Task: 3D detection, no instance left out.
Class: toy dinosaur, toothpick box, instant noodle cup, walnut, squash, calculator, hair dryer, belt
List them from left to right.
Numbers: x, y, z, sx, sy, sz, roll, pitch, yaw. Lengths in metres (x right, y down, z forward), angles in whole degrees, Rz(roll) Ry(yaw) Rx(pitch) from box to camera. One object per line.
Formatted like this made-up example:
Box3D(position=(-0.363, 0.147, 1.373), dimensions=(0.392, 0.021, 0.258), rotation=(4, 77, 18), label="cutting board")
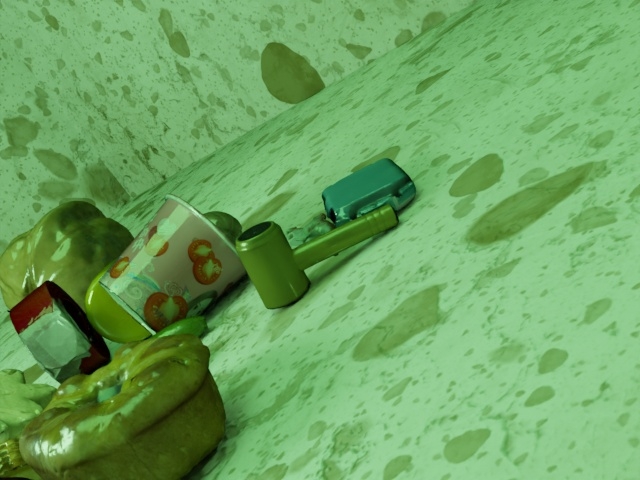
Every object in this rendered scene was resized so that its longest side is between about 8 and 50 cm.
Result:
Box3D(position=(-0.582, 0.208, 1.966), dimensions=(0.115, 0.227, 0.324), rotation=(-41, 14, -7), label="belt")
Box3D(position=(-0.655, 0.083, 2.351), dimensions=(0.383, 0.383, 0.383), rotation=(-33, 16, 11), label="walnut")
Box3D(position=(-0.435, 0.120, 2.018), dimensions=(0.175, 0.175, 0.271), rotation=(-37, 12, 0), label="toothpick box")
Box3D(position=(-0.300, 0.207, 1.674), dimensions=(0.201, 0.066, 0.066), rotation=(-33, 14, -13), label="squash")
Box3D(position=(-0.305, 0.066, 1.796), dimensions=(0.231, 0.243, 0.243), rotation=(-47, 18, -15), label="instant noodle cup")
Box3D(position=(-0.247, 0.002, 2.024), dimensions=(0.162, 0.140, 0.140), rotation=(-11, 28, 36), label="walnut")
Box3D(position=(-0.002, -0.016, 1.689), dimensions=(0.167, 0.053, 0.242), rotation=(-40, 11, -29), label="toy dinosaur")
Box3D(position=(0.000, 0.000, 1.530), dimensions=(0.279, 0.135, 0.090), rotation=(-25, 17, 3), label="hair dryer")
Box3D(position=(0.086, -0.089, 1.691), dimensions=(0.173, 0.051, 0.293), rotation=(-28, 15, 2), label="calculator")

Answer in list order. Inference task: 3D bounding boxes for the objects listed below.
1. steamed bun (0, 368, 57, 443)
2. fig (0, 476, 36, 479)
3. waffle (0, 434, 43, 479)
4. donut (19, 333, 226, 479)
Box3D(position=(-0.666, 0.364, 1.755), dimensions=(0.292, 0.137, 0.295), rotation=(-13, 24, -40), label="steamed bun")
Box3D(position=(-0.419, 0.405, 1.111), dimensions=(0.235, 0.214, 0.235), rotation=(-17, -7, -2), label="fig")
Box3D(position=(-0.562, 0.410, 1.410), dimensions=(0.308, 0.091, 0.213), rotation=(-20, 10, -21), label="waffle")
Box3D(position=(-0.277, 0.255, 1.254), dimensions=(0.299, 0.150, 0.317), rotation=(-26, 12, 2), label="donut")
